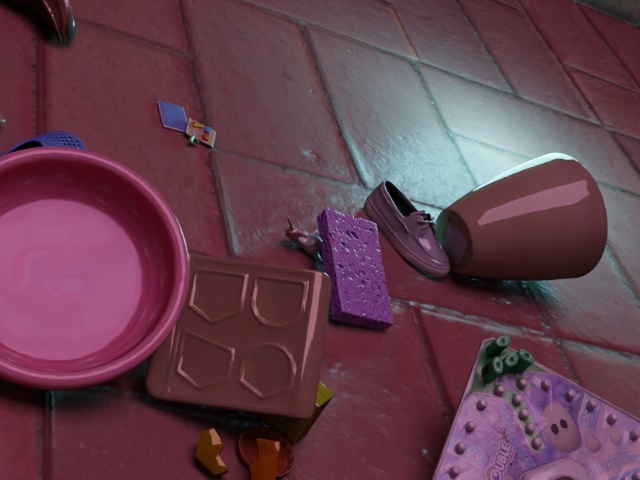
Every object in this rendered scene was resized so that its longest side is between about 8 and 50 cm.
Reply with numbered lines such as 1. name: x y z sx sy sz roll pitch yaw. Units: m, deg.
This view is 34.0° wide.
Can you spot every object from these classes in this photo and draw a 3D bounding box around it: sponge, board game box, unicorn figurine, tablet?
1. sponge: 0.059 0.049 1.796 0.117 0.031 0.210 17 49 -35
2. board game box: -0.077 0.195 1.483 0.181 0.092 0.043 41 34 15
3. unicorn figurine: 0.000 0.000 1.858 0.111 0.060 0.162 32 16 10
4. tablet: -0.278 -0.233 1.981 0.054 0.006 0.083 12 38 -29
5. board game box: 0.356 0.374 1.499 0.390 0.050 0.389 29 56 -4

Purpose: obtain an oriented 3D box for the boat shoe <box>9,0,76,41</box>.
1. boat shoe: -0.575 -0.504 2.023 0.116 0.123 0.324 -28 69 -17

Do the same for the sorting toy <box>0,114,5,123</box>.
1. sorting toy: -0.625 -0.253 1.659 0.193 0.038 0.208 -15 68 -50

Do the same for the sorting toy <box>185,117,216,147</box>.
1. sorting toy: -0.224 -0.197 1.963 0.062 0.012 0.083 30 31 -18

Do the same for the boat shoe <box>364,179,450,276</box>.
1. boat shoe: 0.175 -0.028 2.010 0.079 0.081 0.227 -11 51 -47

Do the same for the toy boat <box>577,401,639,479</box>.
1. toy boat: 0.429 0.346 1.638 0.231 0.151 0.151 31 25 -2

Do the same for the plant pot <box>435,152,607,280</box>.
1. plant pot: 0.371 -0.022 2.051 0.274 0.256 0.256 -13 51 -28

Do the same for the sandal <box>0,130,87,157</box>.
1. sandal: -0.427 -0.094 1.546 0.126 0.138 0.317 28 30 -2

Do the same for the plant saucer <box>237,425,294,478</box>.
1. plant saucer: -0.075 0.290 1.428 0.084 0.013 0.083 22 34 -16

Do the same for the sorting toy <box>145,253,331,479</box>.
1. sorting toy: -0.115 0.174 1.421 0.229 0.041 0.307 9 68 -1

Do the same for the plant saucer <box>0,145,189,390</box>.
1. plant saucer: -0.342 0.040 1.378 0.332 0.084 0.332 7 67 -16
